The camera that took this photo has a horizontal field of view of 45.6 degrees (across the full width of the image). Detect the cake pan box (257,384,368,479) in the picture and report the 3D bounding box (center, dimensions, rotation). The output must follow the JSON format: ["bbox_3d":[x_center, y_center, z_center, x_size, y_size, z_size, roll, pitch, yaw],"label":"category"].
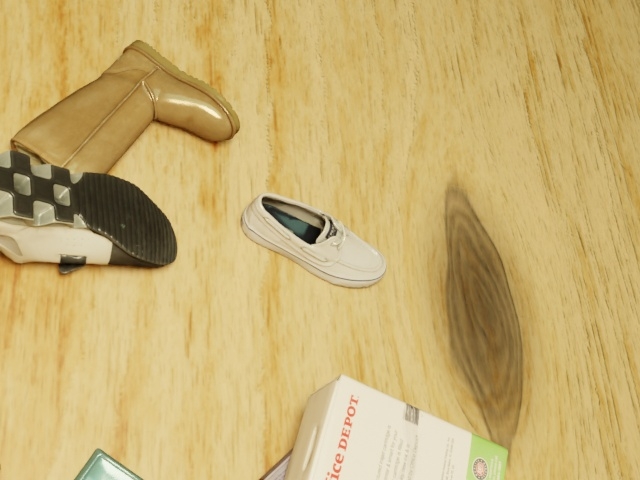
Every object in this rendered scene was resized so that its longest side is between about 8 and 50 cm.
[{"bbox_3d":[0.054,0.376,1.077,0.267,0.070,0.246,-37,87,-34],"label":"cake pan box"}]

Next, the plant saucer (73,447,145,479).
[{"bbox_3d":[-0.229,0.349,0.983,0.192,0.018,0.067,37,56,-6],"label":"plant saucer"}]

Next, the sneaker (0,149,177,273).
[{"bbox_3d":[-0.355,-0.022,1.052,0.330,0.146,0.123,23,47,-44],"label":"sneaker"}]

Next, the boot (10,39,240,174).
[{"bbox_3d":[-0.289,-0.159,1.167,0.236,0.089,0.269,34,57,2],"label":"boot"}]

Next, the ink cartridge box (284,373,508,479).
[{"bbox_3d":[0.095,0.329,1.010,0.272,0.115,0.198,26,57,-12],"label":"ink cartridge box"}]

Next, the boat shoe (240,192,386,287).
[{"bbox_3d":[0.000,0.000,1.221,0.258,0.084,0.095,20,59,-16],"label":"boat shoe"}]
